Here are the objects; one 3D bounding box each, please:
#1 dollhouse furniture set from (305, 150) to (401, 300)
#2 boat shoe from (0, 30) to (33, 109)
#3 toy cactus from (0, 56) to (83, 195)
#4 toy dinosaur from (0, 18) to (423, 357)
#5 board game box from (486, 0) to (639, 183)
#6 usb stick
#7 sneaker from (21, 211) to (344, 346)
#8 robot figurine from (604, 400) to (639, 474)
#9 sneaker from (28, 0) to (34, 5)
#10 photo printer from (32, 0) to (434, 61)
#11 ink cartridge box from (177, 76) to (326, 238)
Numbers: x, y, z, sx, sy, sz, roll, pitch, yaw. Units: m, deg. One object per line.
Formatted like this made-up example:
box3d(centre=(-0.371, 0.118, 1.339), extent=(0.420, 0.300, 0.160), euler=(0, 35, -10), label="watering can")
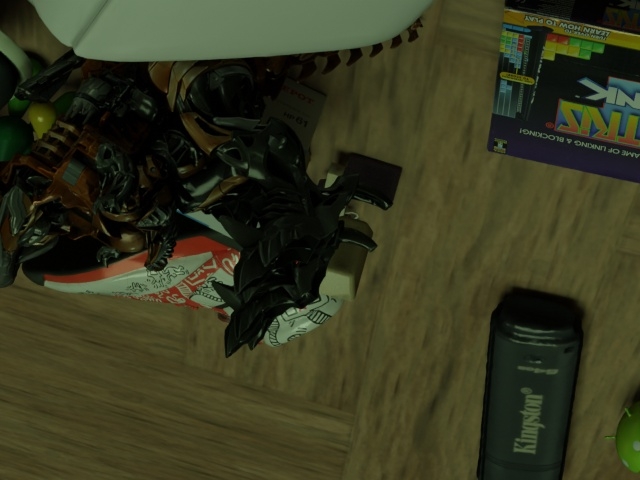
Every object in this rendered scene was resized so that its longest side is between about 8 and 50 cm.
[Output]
box3d(centre=(0.000, 0.000, 1.312), extent=(0.091, 0.114, 0.081), euler=(15, 148, 2), label="dollhouse furniture set")
box3d(centre=(-0.331, -0.100, 1.243), extent=(0.340, 0.113, 0.127), euler=(5, 148, 45), label="boat shoe")
box3d(centre=(-0.238, -0.049, 1.313), extent=(0.219, 0.180, 0.112), euler=(2, 161, 30), label="toy cactus")
box3d(centre=(-0.073, -0.061, 1.117), extent=(0.218, 0.322, 0.164), euler=(54, -174, 14), label="toy dinosaur")
box3d(centre=(0.200, -0.102, 1.143), extent=(0.170, 0.048, 0.141), euler=(12, 142, 10), label="board game box")
box3d(centre=(0.174, 0.143, 1.470), extent=(0.077, 0.045, 0.278), euler=(12, 143, 11), label="usb stick")
box3d(centre=(-0.108, 0.033, 1.420), extent=(0.270, 0.090, 0.145), euler=(-12, 131, 32), label="sneaker")
box3d(centre=(0.295, 0.169, 1.430), extent=(0.115, 0.067, 0.101), euler=(21, 134, -1), label="robot figurine")
box3d(centre=(-0.192, -0.221, 1.155), extent=(0.290, 0.106, 0.123), euler=(39, 175, -37), label="sneaker")
box3d(centre=(0.009, -0.216, 0.944), extent=(0.256, 0.107, 0.307), euler=(-7, 158, -35), label="photo printer")
box3d(centre=(-0.057, -0.068, 1.242), extent=(0.088, 0.122, 0.052), euler=(26, 139, -9), label="ink cartridge box")
